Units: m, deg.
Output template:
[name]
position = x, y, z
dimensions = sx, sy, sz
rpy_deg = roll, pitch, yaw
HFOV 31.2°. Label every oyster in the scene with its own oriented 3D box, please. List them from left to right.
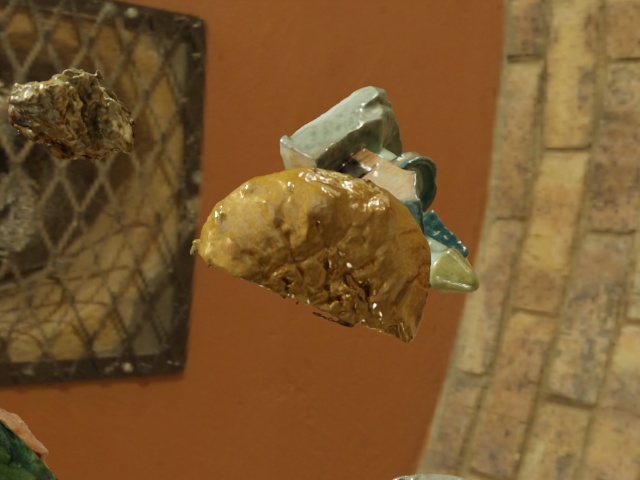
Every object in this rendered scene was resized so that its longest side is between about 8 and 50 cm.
[oyster]
position = -0.208, -0.097, 0.957
dimensions = 0.106, 0.177, 0.056
rpy_deg = 7, -106, -9

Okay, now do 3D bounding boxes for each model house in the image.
[model house]
position = 0.130, -0.027, 1.629
dimensions = 0.194, 0.325, 0.267
rpy_deg = -35, -43, -24

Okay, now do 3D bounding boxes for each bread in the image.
[bread]
position = 0.000, 0.000, 1.124
dimensions = 0.229, 0.143, 0.139
rpy_deg = 21, -93, -11

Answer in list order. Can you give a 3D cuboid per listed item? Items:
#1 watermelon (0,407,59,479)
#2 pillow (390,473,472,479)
[watermelon]
position = -0.401, 0.290, 1.156
dimensions = 0.250, 0.293, 0.283
rpy_deg = -31, -61, -41
[pillow]
position = 0.129, 0.381, 1.239
dimensions = 0.169, 0.059, 0.255
rpy_deg = 17, -106, 1
